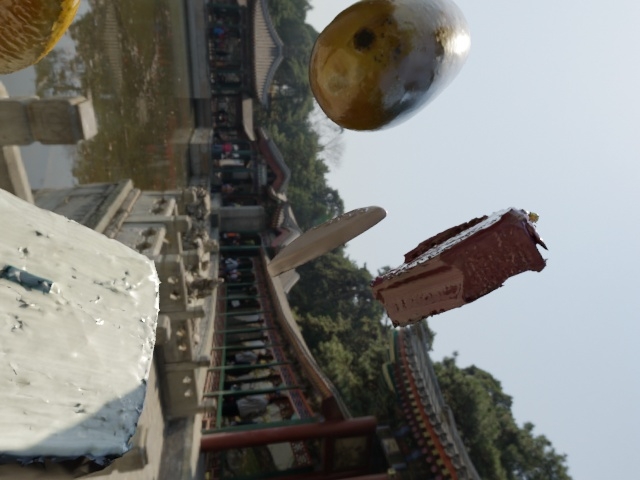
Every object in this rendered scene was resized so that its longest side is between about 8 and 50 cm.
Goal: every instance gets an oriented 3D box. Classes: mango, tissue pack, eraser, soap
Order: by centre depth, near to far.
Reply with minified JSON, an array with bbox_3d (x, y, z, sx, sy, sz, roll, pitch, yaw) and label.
[{"bbox_3d":[-0.414,0.144,0.488,0.416,0.264,0.253,-26,-129,31],"label":"tissue pack"},{"bbox_3d":[0.108,-0.235,0.604,0.193,0.316,0.146,-37,-99,39],"label":"mango"},{"bbox_3d":[0.245,0.042,0.775,0.289,0.182,0.112,-31,-87,48],"label":"soap"},{"bbox_3d":[-0.001,-0.001,0.903,0.059,0.243,0.204,64,-12,0],"label":"eraser"}]

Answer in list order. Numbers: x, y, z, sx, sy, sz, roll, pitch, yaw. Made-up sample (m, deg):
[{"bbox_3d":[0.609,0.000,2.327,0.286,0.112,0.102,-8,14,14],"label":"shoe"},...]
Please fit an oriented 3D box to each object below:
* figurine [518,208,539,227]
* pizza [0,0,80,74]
[{"bbox_3d":[0.523,-0.039,1.128,0.047,0.050,0.083,-4,95,-76],"label":"figurine"},{"bbox_3d":[-0.347,-0.265,0.442,0.365,0.182,0.074,-21,-135,41],"label":"pizza"}]
